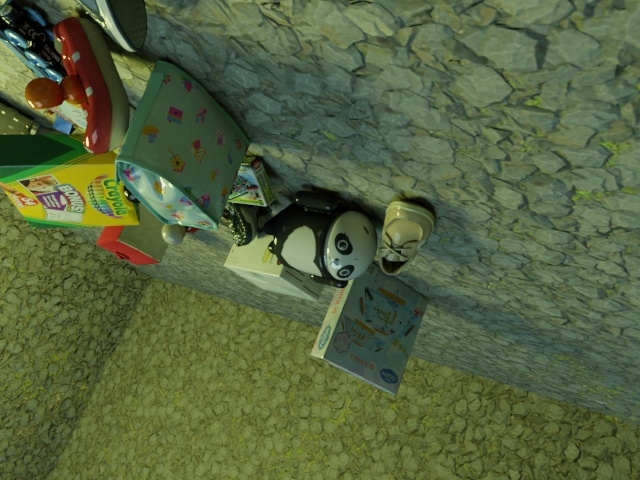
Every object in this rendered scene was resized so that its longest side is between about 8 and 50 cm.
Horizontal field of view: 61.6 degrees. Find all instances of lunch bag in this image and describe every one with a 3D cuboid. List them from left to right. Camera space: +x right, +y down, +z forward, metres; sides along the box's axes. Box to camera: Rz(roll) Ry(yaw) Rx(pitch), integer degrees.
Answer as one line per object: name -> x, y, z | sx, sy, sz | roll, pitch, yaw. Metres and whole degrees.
lunch bag -> -0.272, -0.173, 1.016 | 0.160, 0.223, 0.262 | 7, 158, 22

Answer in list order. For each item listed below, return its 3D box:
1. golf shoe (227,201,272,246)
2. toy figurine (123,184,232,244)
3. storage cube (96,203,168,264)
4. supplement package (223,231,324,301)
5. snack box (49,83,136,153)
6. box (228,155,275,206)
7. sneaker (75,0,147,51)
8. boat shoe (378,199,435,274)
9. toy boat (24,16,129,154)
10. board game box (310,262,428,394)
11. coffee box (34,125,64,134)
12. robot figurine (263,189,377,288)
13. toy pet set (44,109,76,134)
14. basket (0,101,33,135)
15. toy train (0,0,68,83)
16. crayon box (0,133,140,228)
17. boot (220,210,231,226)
golf shoe -> -0.175, -0.058, 1.367 | 0.120, 0.105, 0.273 | -2, -164, -11
toy figurine -> -0.334, -0.115, 1.249 | 0.213, 0.148, 0.209 | 52, 141, -5
storage cube -> -0.671, -0.030, 1.983 | 0.193, 0.215, 0.184 | -7, 146, 47
supplement package -> -0.134, 0.073, 1.717 | 0.262, 0.145, 0.204 | 6, 157, 41
snack box -> -0.499, -0.283, 1.234 | 0.174, 0.070, 0.207 | 5, 157, 46
box -> -0.208, -0.144, 1.263 | 0.207, 0.036, 0.114 | 9, 131, 38
sneaker -> -0.354, -0.365, 0.749 | 0.163, 0.086, 0.226 | 5, 148, 18
boat shoe -> 0.179, 0.003, 1.189 | 0.109, 0.098, 0.302 | 21, 163, 7
toy boat -> -0.431, -0.260, 0.935 | 0.151, 0.151, 0.231 | -18, 94, 64
board game box -> 0.158, 0.255, 1.606 | 0.319, 0.318, 0.066 | 34, 160, -31
coffee box -> -0.804, -0.224, 1.679 | 0.098, 0.141, 0.246 | 18, 163, 11
robot figurine -> -0.002, 0.000, 1.277 | 0.278, 0.173, 0.209 | 12, 166, 32
toy pet set -> -0.675, -0.317, 1.359 | 0.114, 0.065, 0.122 | 27, 163, -13
basket -> -0.995, -0.302, 1.576 | 0.255, 0.201, 0.289 | 31, 152, -27
toy train -> -0.541, -0.370, 1.015 | 0.105, 0.080, 0.184 | 21, 164, 26
crayon box -> -0.693, -0.155, 1.506 | 0.313, 0.106, 0.363 | -2, 157, -11
boot -> -0.271, -0.068, 1.600 | 0.137, 0.077, 0.198 | 24, 163, 13
